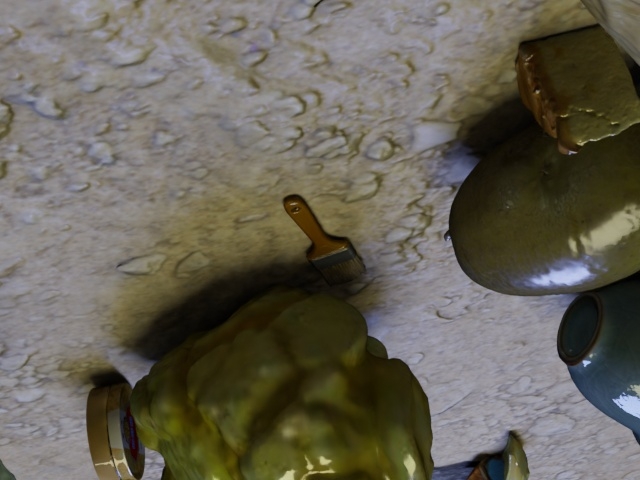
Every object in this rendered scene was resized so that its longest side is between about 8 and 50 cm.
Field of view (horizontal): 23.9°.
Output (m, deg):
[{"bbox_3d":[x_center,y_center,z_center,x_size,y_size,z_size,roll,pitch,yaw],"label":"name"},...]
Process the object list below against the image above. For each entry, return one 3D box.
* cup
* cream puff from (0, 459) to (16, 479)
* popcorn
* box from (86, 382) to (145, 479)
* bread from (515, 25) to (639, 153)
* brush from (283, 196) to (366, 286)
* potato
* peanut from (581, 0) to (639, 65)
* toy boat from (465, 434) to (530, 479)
[{"bbox_3d":[0.330,0.114,1.580,0.150,0.199,0.199,21,141,-20],"label":"cup"},{"bbox_3d":[-0.455,0.228,1.291,0.378,0.378,0.276,-11,121,-4],"label":"cream puff"},{"bbox_3d":[-0.029,0.211,1.461,0.293,0.292,0.334,-13,148,9],"label":"popcorn"},{"bbox_3d":[-0.210,0.199,1.548,0.037,0.106,0.105,-10,153,6],"label":"box"},{"bbox_3d":[0.207,-0.103,1.168,0.084,0.109,0.080,-18,149,1],"label":"bread"},{"bbox_3d":[0.000,0.000,1.367,0.043,0.014,0.170,-20,151,10],"label":"brush"},{"bbox_3d":[0.212,-0.031,1.250,0.251,0.159,0.174,-17,150,27],"label":"potato"},{"bbox_3d":[0.217,-0.206,0.923,0.174,0.158,0.340,18,169,26],"label":"peanut"},{"bbox_3d":[0.235,0.312,2.007,0.066,0.065,0.172,14,144,-9],"label":"toy boat"}]
